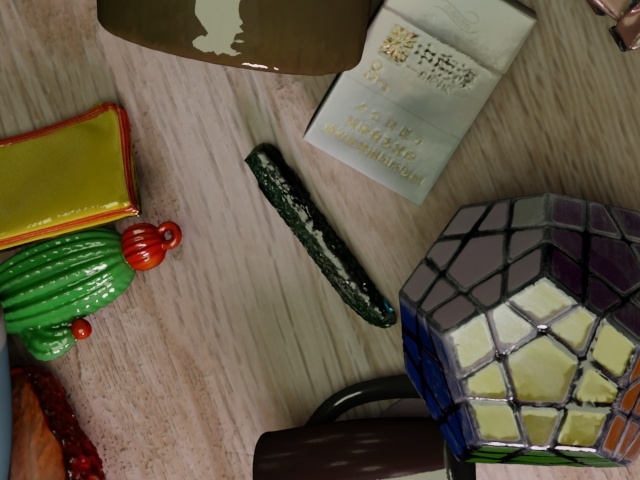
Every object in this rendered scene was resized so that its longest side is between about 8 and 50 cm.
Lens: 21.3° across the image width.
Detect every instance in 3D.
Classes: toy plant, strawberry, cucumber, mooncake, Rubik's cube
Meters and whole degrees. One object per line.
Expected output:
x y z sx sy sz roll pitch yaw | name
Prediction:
-0.283 0.026 1.948 0.240 0.088 0.154 -46 69 8 | toy plant
-0.313 0.263 2.007 0.190 0.111 0.237 -18 76 43 | strawberry
0.000 0.000 1.915 0.044 0.043 0.257 -34 97 21 | cucumber
-0.085 -0.271 1.738 0.284 0.284 0.156 10 106 7 | mooncake
0.236 0.099 1.783 0.264 0.319 0.319 -21 101 -14 | Rubik's cube

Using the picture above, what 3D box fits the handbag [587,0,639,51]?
0.302 -0.334 1.688 0.193 0.190 0.251 -41 109 12 | handbag

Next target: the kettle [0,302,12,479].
-0.492 0.231 1.940 0.319 0.247 0.342 17 121 36 | kettle

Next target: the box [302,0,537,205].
0.106 -0.179 1.832 0.155 0.067 0.243 28 108 -7 | box

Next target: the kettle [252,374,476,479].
0.059 0.249 1.897 0.232 0.202 0.144 -11 136 17 | kettle

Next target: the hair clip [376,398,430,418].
0.074 0.318 1.972 0.095 0.110 0.359 13 106 -36 | hair clip

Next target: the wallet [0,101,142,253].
-0.322 -0.062 1.928 0.241 0.067 0.141 -14 65 13 | wallet
